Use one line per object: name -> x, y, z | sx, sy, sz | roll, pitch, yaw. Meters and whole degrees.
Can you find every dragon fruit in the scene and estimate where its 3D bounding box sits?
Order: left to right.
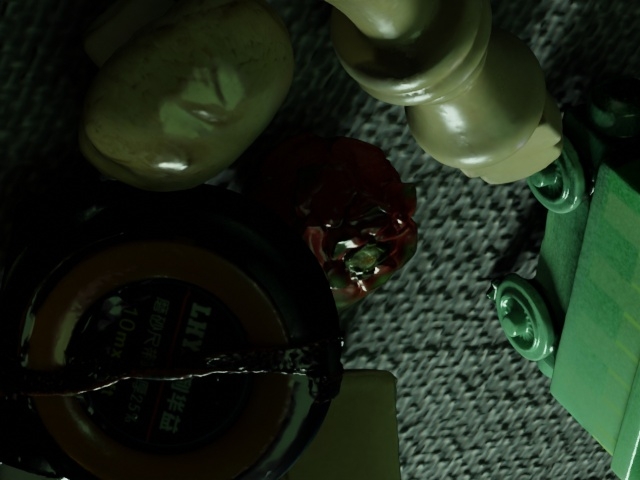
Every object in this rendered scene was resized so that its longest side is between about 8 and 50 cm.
dragon fruit -> 0.002, -0.005, 1.262 | 0.130, 0.121, 0.142 | 37, 133, -22

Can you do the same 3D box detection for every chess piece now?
chess piece -> 0.059, -0.131, 1.175 | 0.117, 0.117, 0.397 | -42, 145, 5

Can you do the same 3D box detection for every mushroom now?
mushroom -> -0.081, -0.091, 1.095 | 0.148, 0.148, 0.112 | -42, 104, 4

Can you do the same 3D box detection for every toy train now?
toy train -> 0.232, 0.027, 1.422 | 0.120, 0.202, 0.301 | -24, 142, -27

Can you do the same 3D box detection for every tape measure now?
tape measure -> -0.096, 0.063, 1.168 | 0.135, 0.222, 0.202 | -65, 169, -77

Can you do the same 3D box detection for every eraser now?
eraser -> -0.091, 0.171, 1.346 | 0.343, 0.078, 0.144 | -3, 88, -39
